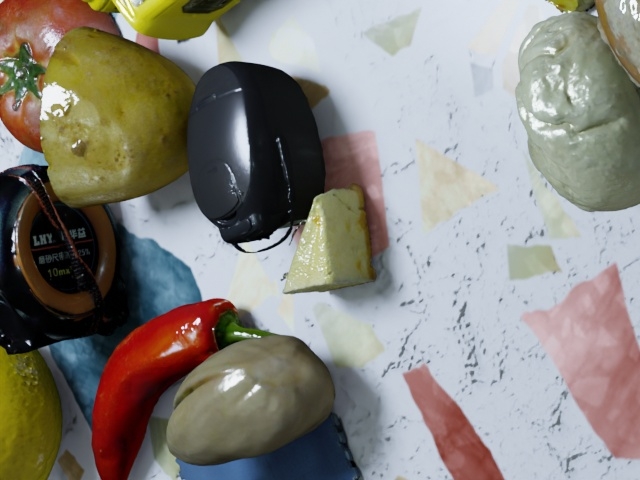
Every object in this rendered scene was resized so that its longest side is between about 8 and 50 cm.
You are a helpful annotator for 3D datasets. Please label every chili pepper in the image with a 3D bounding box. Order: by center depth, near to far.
[{"bbox_3d":[-0.176,0.159,1.957,0.137,0.092,0.368,44,131,-4],"label":"chili pepper"}]

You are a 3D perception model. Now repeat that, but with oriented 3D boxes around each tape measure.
[{"bbox_3d":[-0.331,0.021,1.994,0.135,0.202,0.222,-9,94,40],"label":"tape measure"}]

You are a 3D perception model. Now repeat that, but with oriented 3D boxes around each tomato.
[{"bbox_3d":[-0.335,-0.209,2.054,0.225,0.085,0.225,4,96,39],"label":"tomato"}]

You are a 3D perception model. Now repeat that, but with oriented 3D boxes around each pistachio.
[{"bbox_3d":[-0.080,0.177,1.814,0.226,0.136,0.135,-29,75,39],"label":"pistachio"}]

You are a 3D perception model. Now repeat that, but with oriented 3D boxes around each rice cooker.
[{"bbox_3d":[-0.068,-0.089,1.787,0.142,0.118,0.203,-19,80,53],"label":"rice cooker"}]

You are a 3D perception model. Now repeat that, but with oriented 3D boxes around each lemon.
[{"bbox_3d":[-0.436,0.211,2.093,0.236,0.236,0.263,-25,97,41],"label":"lemon"}]

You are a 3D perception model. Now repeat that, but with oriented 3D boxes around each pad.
[{"bbox_3d":[-0.040,0.316,1.886,0.269,0.012,0.269,-32,74,40],"label":"pad"}]

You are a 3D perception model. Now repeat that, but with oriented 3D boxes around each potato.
[{"bbox_3d":[-0.204,-0.135,1.895,0.158,0.178,0.203,2,82,26],"label":"potato"}]

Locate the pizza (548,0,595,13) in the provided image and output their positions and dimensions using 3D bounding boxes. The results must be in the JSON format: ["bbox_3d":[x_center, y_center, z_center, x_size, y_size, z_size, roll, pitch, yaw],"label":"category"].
[{"bbox_3d":[0.238,-0.268,1.550,0.160,0.036,0.099,-34,72,39],"label":"pizza"}]

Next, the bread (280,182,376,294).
[{"bbox_3d":[0.000,0.000,1.765,0.080,0.084,0.109,-9,89,41],"label":"bread"}]

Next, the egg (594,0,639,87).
[{"bbox_3d":[0.320,-0.208,1.371,0.203,0.203,0.245,-54,51,32],"label":"egg"}]

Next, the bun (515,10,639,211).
[{"bbox_3d":[0.229,-0.112,1.497,0.111,0.164,0.188,-22,83,6],"label":"bun"}]

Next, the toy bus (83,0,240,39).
[{"bbox_3d":[-0.130,-0.320,1.810,0.330,0.144,0.152,-31,75,38],"label":"toy bus"}]
